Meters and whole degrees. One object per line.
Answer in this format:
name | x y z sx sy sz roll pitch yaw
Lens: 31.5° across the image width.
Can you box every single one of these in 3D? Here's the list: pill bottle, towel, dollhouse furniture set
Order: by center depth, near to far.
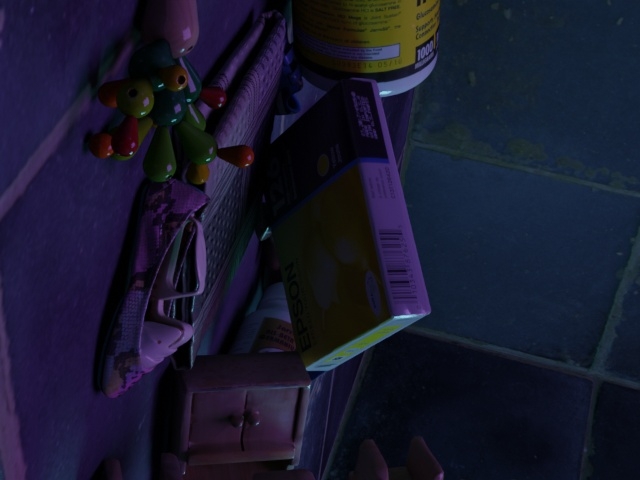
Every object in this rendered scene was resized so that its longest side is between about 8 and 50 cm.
dollhouse furniture set | -0.066 0.340 1.274 0.394 0.362 0.256 -121 -146 -57
towel | -0.116 -0.060 1.305 0.324 0.056 0.312 -70 173 -48
pill bottle | 0.055 -0.356 1.372 0.188 0.188 0.333 -67 161 -46
pill bottle | -0.070 0.174 1.665 0.229 0.131 0.131 -68 168 -45

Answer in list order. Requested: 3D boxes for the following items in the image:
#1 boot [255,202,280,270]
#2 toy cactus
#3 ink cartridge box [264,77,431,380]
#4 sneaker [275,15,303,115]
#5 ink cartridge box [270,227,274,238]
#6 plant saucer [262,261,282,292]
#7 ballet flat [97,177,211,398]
boot | -0.076 -0.004 1.654 0.114 0.037 0.106 -35 125 -82
toy cactus | -0.123 -0.139 0.963 0.219 0.112 0.180 -2 97 -73
ink cartridge box | 0.000 0.000 1.427 0.307 0.072 0.303 -36 -119 50
sneaker | -0.048 -0.217 1.417 0.053 0.059 0.144 -64 165 -45
ink cartridge box | -0.009 -0.042 1.553 0.099 0.056 0.135 49 -49 43
plant saucer | -0.037 -0.016 1.861 0.310 0.050 0.310 15 90 -81
ballet flat | -0.153 0.051 1.088 0.077 0.079 0.221 13 91 -77
